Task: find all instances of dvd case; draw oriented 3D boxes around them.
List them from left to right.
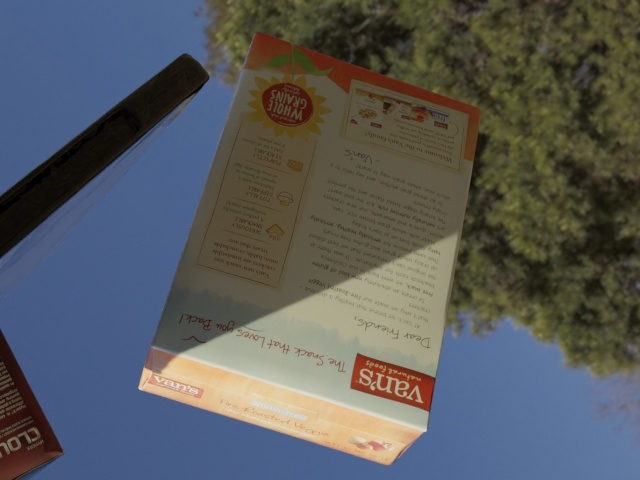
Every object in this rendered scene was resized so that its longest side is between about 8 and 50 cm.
[{"bbox_3d":[-0.160,0.019,0.509,0.022,0.180,0.253,45,-141,-6],"label":"dvd case"}]

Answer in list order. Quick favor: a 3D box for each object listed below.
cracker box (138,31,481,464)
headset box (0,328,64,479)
[{"bbox_3d":[0.000,0.000,0.665,0.156,0.067,0.232,19,-123,-6],"label":"cracker box"},{"bbox_3d":[-0.349,0.130,0.981,0.110,0.218,0.293,-25,-97,-32],"label":"headset box"}]
